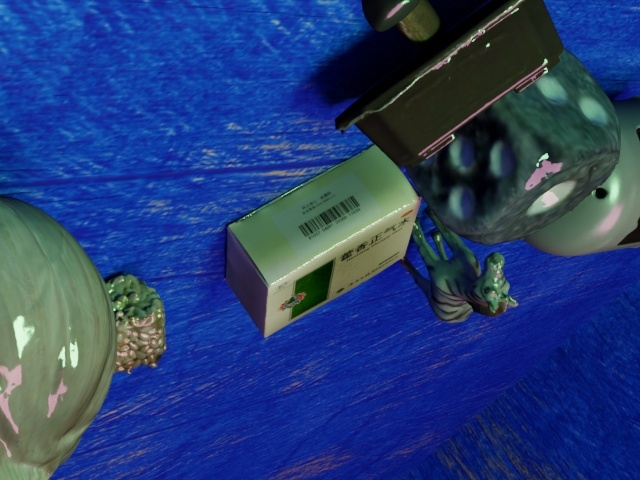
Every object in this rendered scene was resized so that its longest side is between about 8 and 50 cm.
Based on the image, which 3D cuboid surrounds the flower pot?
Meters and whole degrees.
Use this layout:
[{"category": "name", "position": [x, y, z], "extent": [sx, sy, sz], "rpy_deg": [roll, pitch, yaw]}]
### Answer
[{"category": "flower pot", "position": [0.137, -0.159, 1.399], "extent": [0.251, 0.084, 0.179], "rpy_deg": [-37, -173, 6]}]

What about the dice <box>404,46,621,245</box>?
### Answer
[{"category": "dice", "position": [0.213, -0.114, 1.596], "extent": [0.182, 0.183, 0.181], "rpy_deg": [-16, 156, -44]}]

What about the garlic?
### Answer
[{"category": "garlic", "position": [-0.293, 0.094, 1.107], "extent": [0.317, 0.259, 0.317], "rpy_deg": [-27, 162, -9]}]

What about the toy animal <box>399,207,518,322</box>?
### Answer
[{"category": "toy animal", "position": [0.175, 0.034, 1.942], "extent": [0.089, 0.170, 0.255], "rpy_deg": [-26, 179, -8]}]

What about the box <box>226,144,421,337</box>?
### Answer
[{"category": "box", "position": [0.000, 0.000, 1.657], "extent": [0.212, 0.095, 0.168], "rpy_deg": [-30, 159, -16]}]

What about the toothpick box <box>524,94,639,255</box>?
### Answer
[{"category": "toothpick box", "position": [0.357, -0.088, 1.908], "extent": [0.316, 0.229, 0.229], "rpy_deg": [-8, 148, -51]}]

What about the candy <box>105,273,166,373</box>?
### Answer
[{"category": "candy", "position": [-0.214, 0.091, 1.527], "extent": [0.095, 0.085, 0.110], "rpy_deg": [-24, 150, -12]}]

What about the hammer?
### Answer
[{"category": "hammer", "position": [0.052, -0.211, 1.158], "extent": [0.044, 0.168, 0.440], "rpy_deg": [-34, 171, 9]}]
